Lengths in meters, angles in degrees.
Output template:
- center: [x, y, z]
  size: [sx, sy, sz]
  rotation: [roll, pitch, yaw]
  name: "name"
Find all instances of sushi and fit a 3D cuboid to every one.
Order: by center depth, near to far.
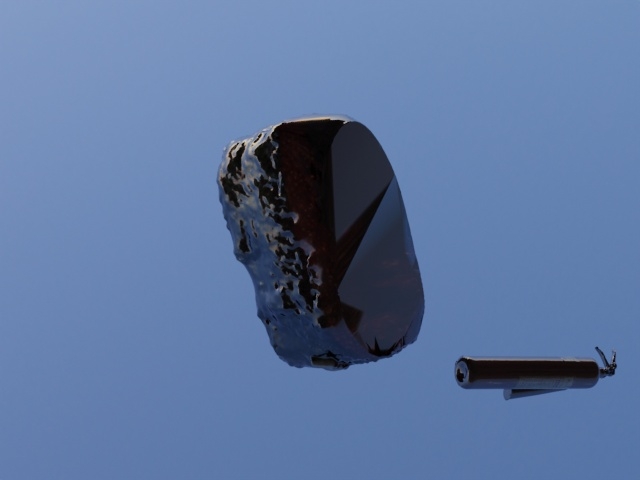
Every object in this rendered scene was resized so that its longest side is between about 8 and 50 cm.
- center: [0.000, 0.000, 1.023]
  size: [0.126, 0.225, 0.136]
  rotation: [-4, -164, 43]
  name: "sushi"

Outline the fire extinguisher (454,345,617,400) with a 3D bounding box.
- center: [0.192, 0.121, 1.030]
  size: [0.173, 0.049, 0.035]
  rotation: [3, -159, -27]
  name: "fire extinguisher"
